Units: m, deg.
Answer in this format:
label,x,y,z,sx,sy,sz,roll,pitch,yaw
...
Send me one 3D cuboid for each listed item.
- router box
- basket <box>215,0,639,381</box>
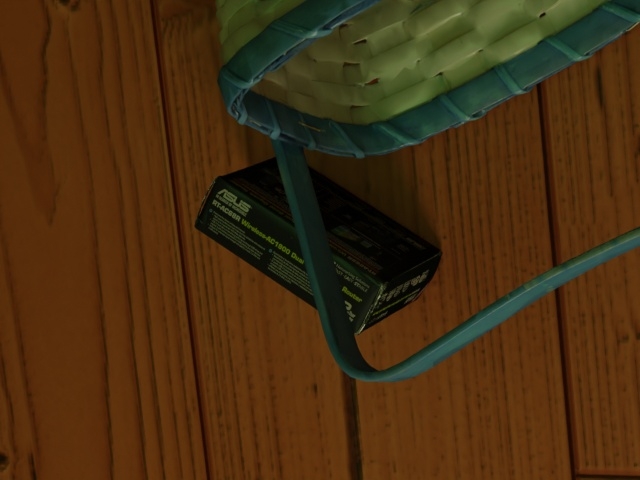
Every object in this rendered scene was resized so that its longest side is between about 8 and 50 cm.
label,x,y,z,sx,sy,sz,roll,pitch,yaw
router box,0.000,0.000,1.102,0.122,0.092,0.038,33,113,16
basket,0.068,-0.098,0.980,0.255,0.201,0.289,-32,72,26
